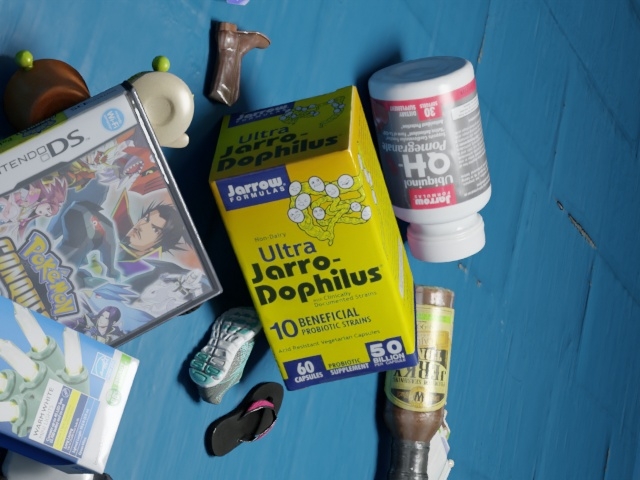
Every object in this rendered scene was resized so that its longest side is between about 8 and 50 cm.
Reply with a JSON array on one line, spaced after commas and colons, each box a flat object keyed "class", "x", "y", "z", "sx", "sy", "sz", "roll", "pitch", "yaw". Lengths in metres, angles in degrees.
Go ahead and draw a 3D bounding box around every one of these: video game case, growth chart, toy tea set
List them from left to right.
[{"class": "video game case", "x": -0.265, "y": 0.000, "z": 1.423, "sx": 0.248, "sy": 0.035, "sz": 0.275, "roll": -28, "pitch": 120, "yaw": -12}, {"class": "toy tea set", "x": -0.270, "y": -0.059, "z": 1.493, "sx": 0.200, "sy": 0.124, "sz": 0.336, "roll": 4, "pitch": 109, "yaw": -26}, {"class": "growth chart", "x": 0.196, "y": 0.363, "z": 2.369, "sx": 0.172, "sy": 0.021, "sz": 0.237, "roll": -50, "pitch": 132, "yaw": -47}]

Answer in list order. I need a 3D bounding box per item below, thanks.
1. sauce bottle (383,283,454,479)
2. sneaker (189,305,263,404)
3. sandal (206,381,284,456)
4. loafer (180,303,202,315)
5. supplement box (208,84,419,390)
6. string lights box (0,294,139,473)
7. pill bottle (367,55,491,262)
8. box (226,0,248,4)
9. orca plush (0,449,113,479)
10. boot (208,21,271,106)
[{"class": "sauce bottle", "x": 0.164, "y": 0.248, "z": 2.223, "sx": 0.111, "sy": 0.111, "sz": 0.344, "roll": 15, "pitch": 77, "yaw": -58}, {"class": "sneaker", "x": -0.126, "y": 0.158, "z": 1.800, "sx": 0.166, "sy": 0.065, "sz": 0.076, "roll": -51, "pitch": 149, "yaw": -41}, {"class": "sandal", "x": -0.095, "y": 0.257, "z": 1.858, "sx": 0.179, "sy": 0.040, "sz": 0.067, "roll": -33, "pitch": 119, "yaw": -54}, {"class": "loafer", "x": -0.221, "y": 0.005, "z": 1.622, "sx": 0.078, "sy": 0.080, "sz": 0.220, "roll": -104, "pitch": 167, "yaw": -49}, {"class": "supplement box", "x": 0.000, "y": 0.000, "z": 1.804, "sx": 0.195, "sy": 0.194, "sz": 0.356, "roll": -86, "pitch": 160, "yaw": -58}, {"class": "string lights box", "x": -0.329, "y": 0.138, "z": 1.354, "sx": 0.260, "sy": 0.077, "sz": 0.133, "roll": 30, "pitch": 64, "yaw": -34}, {"class": "pill bottle", "x": 0.189, "y": -0.134, "z": 2.185, "sx": 0.176, "sy": 0.176, "sz": 0.318, "roll": -39, "pitch": 123, "yaw": -52}, {"class": "box", "x": -0.123, "y": -0.393, "z": 1.797, "sx": 0.081, "sy": 0.028, "sz": 0.136, "roll": -7, "pitch": 100, "yaw": -59}, {"class": "orca plush", "x": -0.292, "y": 0.327, "z": 1.472, "sx": 0.102, "sy": 0.151, "sz": 0.287, "roll": 126, "pitch": -56, "yaw": -78}, {"class": "boot", "x": -0.112, "y": -0.235, "z": 1.811, "sx": 0.106, "sy": 0.037, "sz": 0.114, "roll": 9, "pitch": 80, "yaw": -46}]
